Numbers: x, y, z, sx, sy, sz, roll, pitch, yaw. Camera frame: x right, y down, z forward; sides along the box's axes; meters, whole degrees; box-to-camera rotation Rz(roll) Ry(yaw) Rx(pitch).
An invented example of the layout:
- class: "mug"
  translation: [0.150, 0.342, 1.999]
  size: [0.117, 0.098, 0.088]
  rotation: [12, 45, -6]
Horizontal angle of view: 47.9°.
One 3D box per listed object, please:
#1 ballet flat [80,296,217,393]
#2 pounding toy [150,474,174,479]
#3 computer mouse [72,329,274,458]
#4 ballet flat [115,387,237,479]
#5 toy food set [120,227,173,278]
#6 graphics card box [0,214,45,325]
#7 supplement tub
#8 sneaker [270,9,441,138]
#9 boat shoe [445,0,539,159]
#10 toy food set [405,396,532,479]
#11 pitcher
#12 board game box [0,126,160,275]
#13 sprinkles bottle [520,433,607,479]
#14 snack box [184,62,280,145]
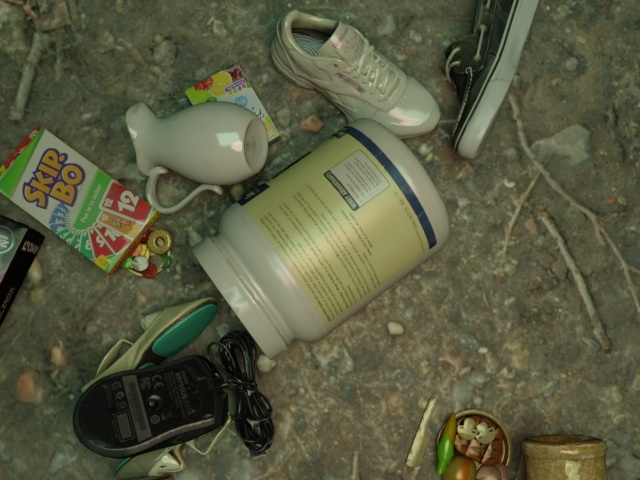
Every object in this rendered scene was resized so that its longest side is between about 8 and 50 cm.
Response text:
- class: "ballet flat"
  translation: [-0.266, 0.162, 1.101]
  size: [0.086, 0.086, 0.248]
  rotation: [43, 82, 3]
- class: "pounding toy"
  translation: [-0.261, 0.430, 1.028]
  size: [0.100, 0.130, 0.141]
  rotation: [-14, 83, 4]
- class: "computer mouse"
  translation: [-0.213, 0.245, 1.037]
  size: [0.272, 0.072, 0.189]
  rotation: [-8, 64, -19]
- class: "ballet flat"
  translation: [-0.207, 0.306, 1.079]
  size: [0.213, 0.072, 0.068]
  rotation: [-38, 71, -10]
- class: "toy food set"
  translation: [-0.279, 0.018, 1.146]
  size: [0.083, 0.020, 0.083]
  rotation: [10, 81, -3]
- class: "graphics card box"
  translation: [-0.606, 0.107, 1.076]
  size: [0.232, 0.094, 0.371]
  rotation: [24, 80, 1]
- class: "supplement tub"
  translation: [0.000, 0.000, 1.059]
  size: [0.324, 0.235, 0.235]
  rotation: [-36, 85, -8]
- class: "sneaker"
  translation: [0.056, -0.260, 1.144]
  size: [0.305, 0.152, 0.114]
  rotation: [28, 79, -1]
- class: "boat shoe"
  translation: [0.262, -0.289, 1.192]
  size: [0.119, 0.121, 0.335]
  rotation: [19, 70, 7]
- class: "toy food set"
  translation: [0.242, 0.331, 1.124]
  size: [0.191, 0.038, 0.133]
  rotation: [20, 81, -1]
- class: "pitcher"
  translation: [-0.188, -0.124, 1.107]
  size: [0.207, 0.125, 0.178]
  rotation: [4, 109, 22]
- class: "board game box"
  translation: [-0.393, -0.070, 1.137]
  size: [0.259, 0.039, 0.124]
  rotation: [35, 80, 10]
- class: "sprinkles bottle"
  translation: [0.353, 0.459, 1.005]
  size: [0.121, 0.121, 0.356]
  rotation: [-2, 81, -4]
- class: "snack box"
  translation: [-0.143, -0.205, 1.179]
  size: [0.100, 0.037, 0.141]
  rotation: [-30, 86, -5]
